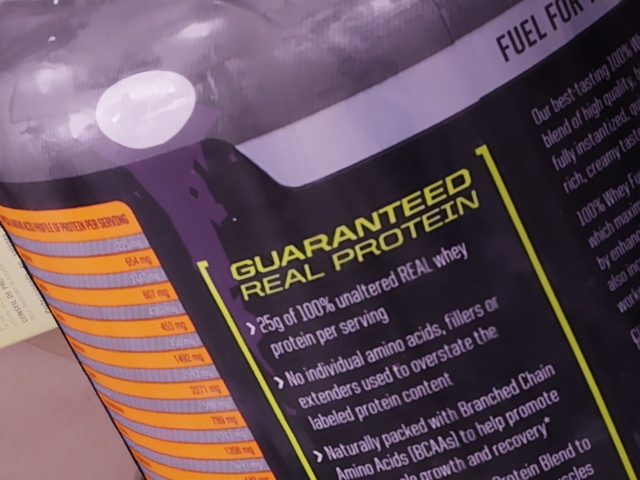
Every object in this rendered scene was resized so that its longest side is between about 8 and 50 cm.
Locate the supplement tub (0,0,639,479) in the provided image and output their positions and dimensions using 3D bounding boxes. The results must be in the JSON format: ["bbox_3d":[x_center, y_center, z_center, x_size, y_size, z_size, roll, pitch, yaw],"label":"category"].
[{"bbox_3d":[0.032,0.003,0.532,0.207,0.207,0.338,9,130,57],"label":"supplement tub"}]

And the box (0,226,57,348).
[{"bbox_3d":[-0.078,-0.025,0.682,0.058,0.232,0.087,-81,-33,-64],"label":"box"}]

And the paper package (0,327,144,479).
[{"bbox_3d":[-0.253,0.034,0.889,0.309,0.168,0.325,23,-177,-25],"label":"paper package"}]
